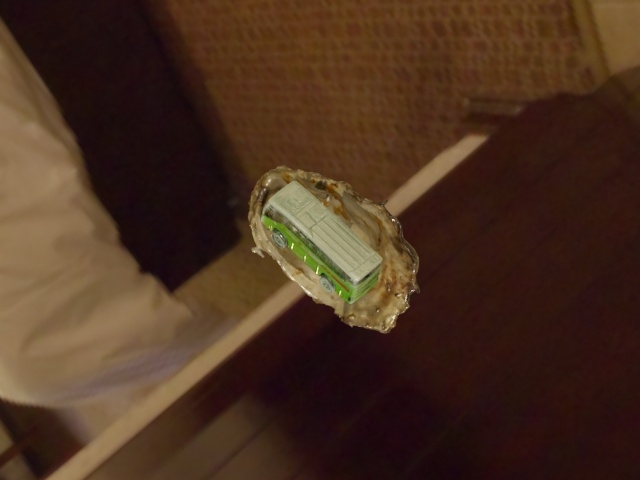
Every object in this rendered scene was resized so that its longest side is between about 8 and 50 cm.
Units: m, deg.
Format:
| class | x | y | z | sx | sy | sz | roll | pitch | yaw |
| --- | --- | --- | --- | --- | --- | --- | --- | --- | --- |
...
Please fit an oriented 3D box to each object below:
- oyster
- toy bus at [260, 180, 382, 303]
| class | x | y | z | sx | sy | sz | roll | pitch | yaw |
| --- | --- | --- | --- | --- | --- | --- | --- | --- | --- |
| oyster | 0.007 | -0.002 | 0.933 | 0.177 | 0.056 | 0.105 | 21 | 121 | 37 |
| toy bus | 0.000 | 0.000 | 0.746 | 0.083 | 0.031 | 0.037 | 43 | 154 | 17 |
